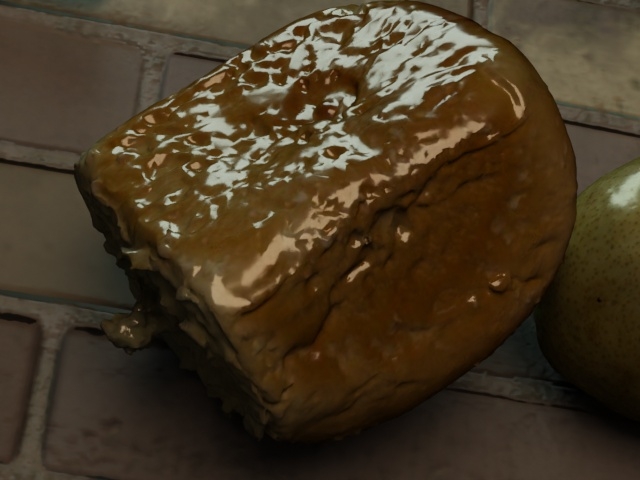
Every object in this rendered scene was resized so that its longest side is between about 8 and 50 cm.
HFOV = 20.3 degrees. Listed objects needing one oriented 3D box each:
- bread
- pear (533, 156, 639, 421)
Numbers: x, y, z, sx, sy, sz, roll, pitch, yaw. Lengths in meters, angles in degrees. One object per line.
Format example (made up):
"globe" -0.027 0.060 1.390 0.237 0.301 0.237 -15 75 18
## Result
"bread" 0.000 0.000 0.942 0.246 0.176 0.195 -32 37 -14
"pear" 0.205 0.026 0.998 0.167 0.136 0.167 7 59 -12
